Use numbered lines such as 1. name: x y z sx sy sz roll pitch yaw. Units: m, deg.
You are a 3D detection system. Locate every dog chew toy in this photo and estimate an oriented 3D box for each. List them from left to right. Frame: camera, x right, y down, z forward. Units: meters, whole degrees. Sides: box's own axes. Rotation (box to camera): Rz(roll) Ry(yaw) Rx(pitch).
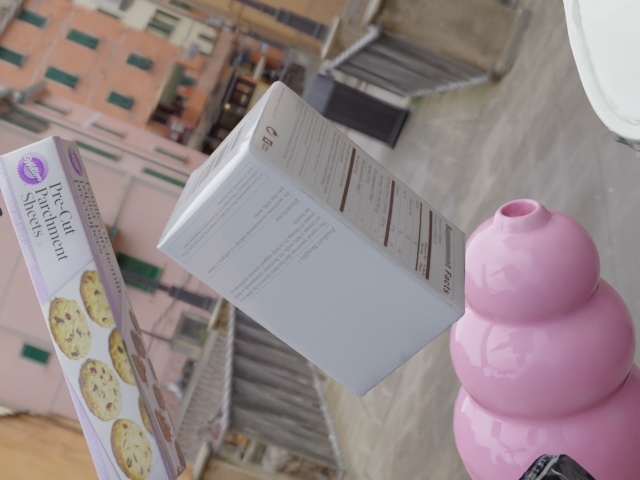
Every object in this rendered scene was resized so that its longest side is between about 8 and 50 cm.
1. dog chew toy: 0.220 0.115 0.958 0.207 0.206 0.332 -83 -20 -63

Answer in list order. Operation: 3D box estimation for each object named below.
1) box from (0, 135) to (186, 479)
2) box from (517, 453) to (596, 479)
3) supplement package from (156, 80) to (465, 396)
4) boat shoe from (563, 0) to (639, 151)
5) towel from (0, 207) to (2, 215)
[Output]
1. box: -0.206 0.070 0.876 0.063 0.067 0.324 -4 -104 -85
2. box: 0.040 0.405 0.468 0.480 0.297 0.471 -53 -15 12
3. supplement package: 0.000 0.000 0.664 0.105 0.179 0.105 -43 18 28
4. boat shoe: 0.197 -0.190 0.605 0.109 0.091 0.305 -18 67 34
5. towel: -0.424 -0.043 0.589 0.271 0.370 0.040 73 -177 -60
